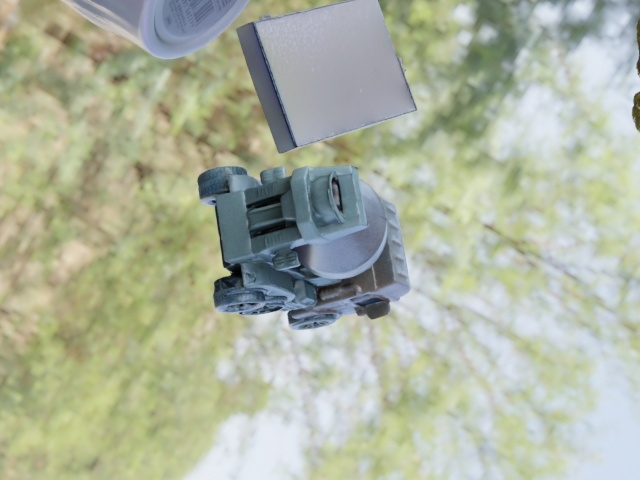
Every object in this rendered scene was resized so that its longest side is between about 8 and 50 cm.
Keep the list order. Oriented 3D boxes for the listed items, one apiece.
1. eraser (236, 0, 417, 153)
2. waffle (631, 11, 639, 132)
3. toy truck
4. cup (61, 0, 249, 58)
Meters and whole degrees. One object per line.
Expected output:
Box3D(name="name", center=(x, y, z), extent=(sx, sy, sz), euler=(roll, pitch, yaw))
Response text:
Box3D(name="eraser", center=(0.007, -0.134, 1.296), extent=(0.023, 0.104, 0.150), euler=(-19, -179, 44))
Box3D(name="waffle", center=(0.438, -0.180, 1.624), extent=(0.281, 0.058, 0.301), euler=(-4, -108, 33))
Box3D(name="toy truck", center=(0.000, 0.000, 1.321), extent=(0.256, 0.140, 0.108), euler=(26, 53, -67))
Box3D(name="cup", center=(-0.252, -0.394, 1.917), extent=(0.253, 0.371, 0.253), euler=(-42, 159, -20))
